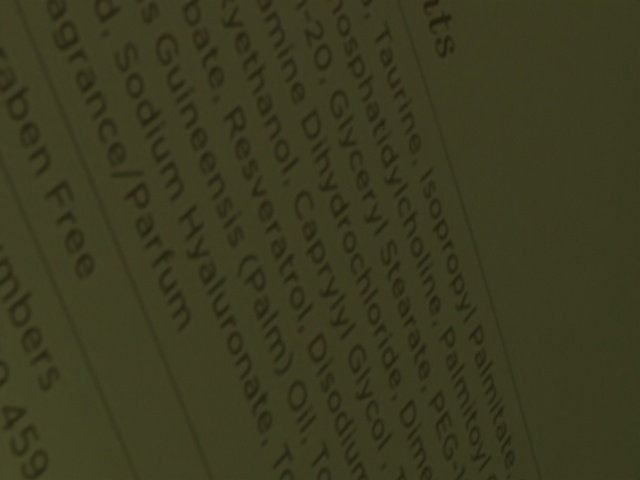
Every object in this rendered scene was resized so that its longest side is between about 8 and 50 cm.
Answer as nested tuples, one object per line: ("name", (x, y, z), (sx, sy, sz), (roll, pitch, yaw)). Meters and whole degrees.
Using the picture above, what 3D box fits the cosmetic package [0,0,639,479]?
("cosmetic package", (-0.092, -0.007, 0.605), (0.329, 0.394, 0.327), (2, 122, 38))
